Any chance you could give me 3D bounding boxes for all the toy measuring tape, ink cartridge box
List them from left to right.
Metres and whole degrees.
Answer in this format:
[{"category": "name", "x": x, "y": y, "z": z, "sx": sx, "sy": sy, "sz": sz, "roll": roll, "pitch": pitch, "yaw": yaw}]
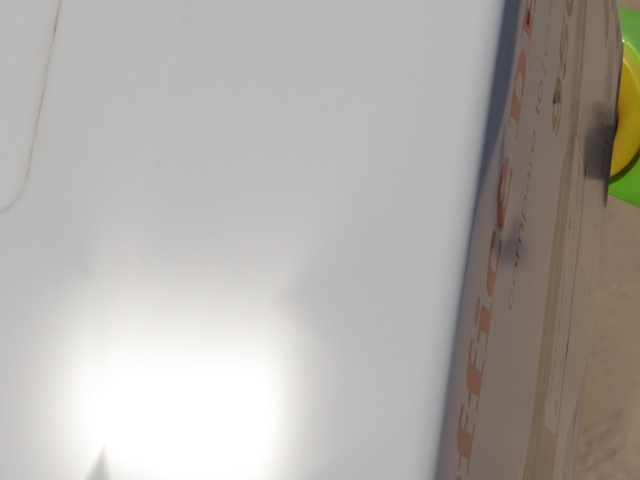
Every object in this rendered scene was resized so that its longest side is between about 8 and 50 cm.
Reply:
[{"category": "ink cartridge box", "x": 0.000, "y": 0.000, "z": 0.641, "sx": 0.166, "sy": 0.395, "sz": 0.285, "roll": 6, "pitch": 80, "yaw": 13}, {"category": "toy measuring tape", "x": 0.134, "y": -0.122, "z": 1.283, "sx": 0.330, "sy": 0.121, "sz": 0.121, "roll": 27, "pitch": 43, "yaw": 29}]
